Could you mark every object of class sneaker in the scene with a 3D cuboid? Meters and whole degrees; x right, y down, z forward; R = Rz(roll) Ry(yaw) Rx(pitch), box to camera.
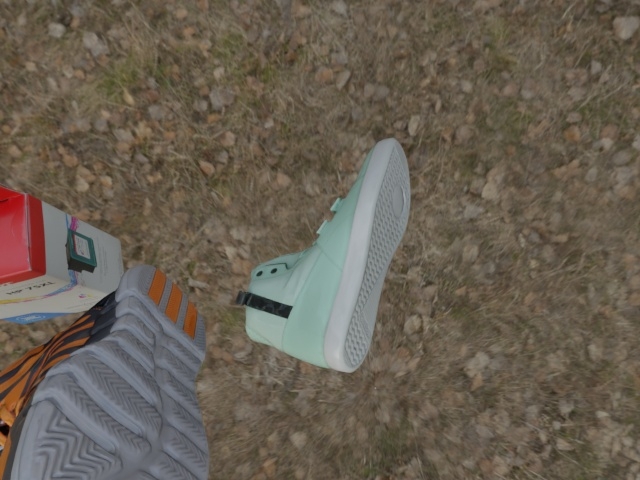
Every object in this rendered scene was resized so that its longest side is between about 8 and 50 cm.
[{"bbox_3d":[0.000,0.000,0.719,0.151,0.094,0.255,7,68,31],"label":"sneaker"},{"bbox_3d":[-0.180,0.146,0.479,0.180,0.321,0.124,-37,104,8],"label":"sneaker"}]

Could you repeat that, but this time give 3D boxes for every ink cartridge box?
[{"bbox_3d":[-0.307,0.020,0.668,0.134,0.231,0.078,-13,74,9],"label":"ink cartridge box"}]
